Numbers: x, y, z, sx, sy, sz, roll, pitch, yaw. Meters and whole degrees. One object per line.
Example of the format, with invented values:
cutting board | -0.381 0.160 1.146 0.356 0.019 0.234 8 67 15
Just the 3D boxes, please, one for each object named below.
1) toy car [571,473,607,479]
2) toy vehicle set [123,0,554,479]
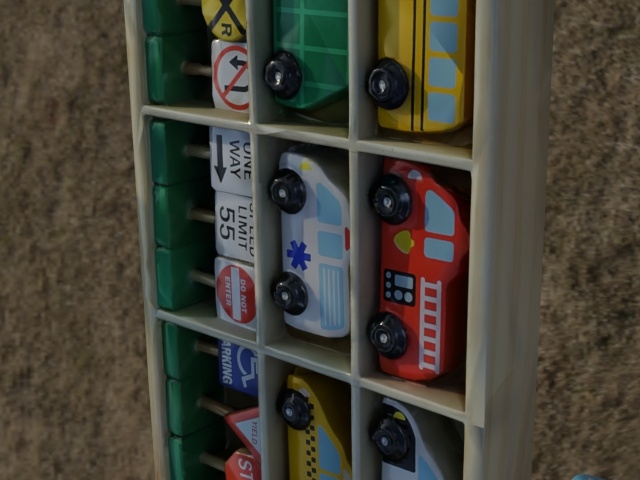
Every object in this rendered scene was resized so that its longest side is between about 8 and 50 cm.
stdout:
toy car | 0.178 0.325 0.938 0.210 0.238 0.219 39 109 60
toy vehicle set | 0.000 0.000 0.403 0.166 0.035 0.267 12 111 38
